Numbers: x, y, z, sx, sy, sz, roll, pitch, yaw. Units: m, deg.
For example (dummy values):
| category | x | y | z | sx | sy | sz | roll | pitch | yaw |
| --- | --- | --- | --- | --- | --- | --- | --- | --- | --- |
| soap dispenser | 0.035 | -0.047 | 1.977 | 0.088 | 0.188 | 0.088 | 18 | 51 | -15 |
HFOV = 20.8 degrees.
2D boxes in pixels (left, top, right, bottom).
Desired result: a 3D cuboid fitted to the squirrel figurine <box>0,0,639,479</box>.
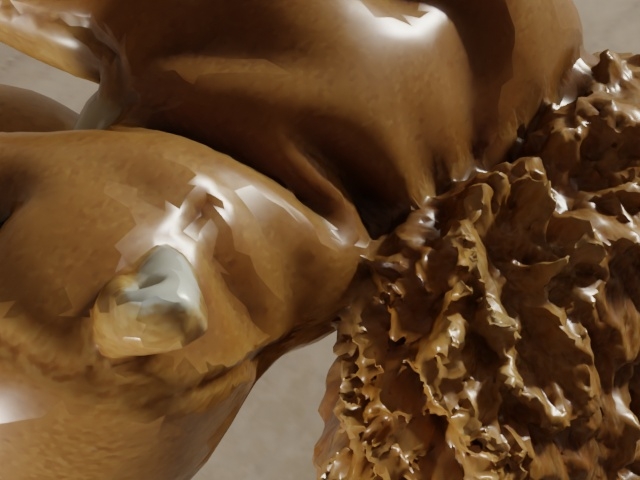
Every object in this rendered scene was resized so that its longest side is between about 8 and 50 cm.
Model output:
| category | x | y | z | sx | sy | sz | roll | pitch | yaw |
| --- | --- | --- | --- | --- | --- | --- | --- | --- | --- |
| squirrel figurine | 0.000 | 0.000 | 0.762 | 0.397 | 0.370 | 0.281 | 31 | -53 | 1 |
